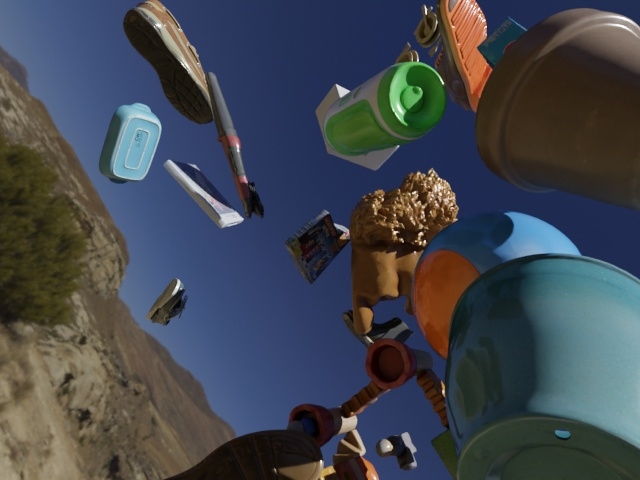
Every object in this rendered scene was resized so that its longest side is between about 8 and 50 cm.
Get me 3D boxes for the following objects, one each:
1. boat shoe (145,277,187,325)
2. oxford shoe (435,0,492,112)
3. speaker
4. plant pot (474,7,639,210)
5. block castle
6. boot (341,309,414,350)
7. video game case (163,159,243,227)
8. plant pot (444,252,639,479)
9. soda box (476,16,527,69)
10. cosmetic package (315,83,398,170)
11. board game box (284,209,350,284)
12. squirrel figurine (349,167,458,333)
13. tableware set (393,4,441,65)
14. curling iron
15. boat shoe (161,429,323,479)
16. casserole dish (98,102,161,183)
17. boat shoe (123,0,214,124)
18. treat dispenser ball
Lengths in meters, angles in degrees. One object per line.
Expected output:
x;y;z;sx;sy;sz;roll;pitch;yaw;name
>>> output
-0.438;0.190;1.305;0.079;0.095;0.254;34;-46;-16;boat shoe
0.327;-0.442;1.089;0.132;0.130;0.364;23;-15;39;oxford shoe
0.103;-0.231;0.831;0.131;0.131;0.296;68;-17;-11;speaker
0.384;-0.152;0.594;0.229;0.263;0.263;-122;-158;-52;plant pot
0.148;0.425;0.744;0.303;0.213;0.453;-43;-122;19;block castle
0.166;0.244;1.289;0.198;0.137;0.077;51;-17;-12;boot
-0.286;-0.117;1.128;0.201;0.023;0.183;48;6;-2;video game case
0.256;0.183;0.485;0.271;0.255;0.272;9;-67;23;plant pot
0.337;-0.261;0.700;0.067;0.071;0.210;-42;-133;24;soda box
0.125;-0.397;1.585;0.138;0.224;0.225;-44;-135;38;cosmetic package
0.000;0.000;1.287;0.060;0.194;0.194;39;-17;39;board game box
0.268;0.024;1.193;0.370;0.281;0.397;-2;-62;8;squirrel figurine
0.249;-0.511;1.185;0.194;0.039;0.128;-56;-141;39;tableware set
-0.149;-0.156;0.738;0.068;0.035;0.274;108;-38;-77;curling iron
-0.158;0.422;0.754;0.123;0.342;0.123;84;-19;-59;boat shoe
-0.415;-0.207;0.991;0.037;0.114;0.188;30;-77;30;casserole dish
-0.356;-0.453;1.146;0.122;0.120;0.324;0;-38;23;boat shoe
0.301;0.093;0.762;0.288;0.288;0.288;37;-38;36;treat dispenser ball
